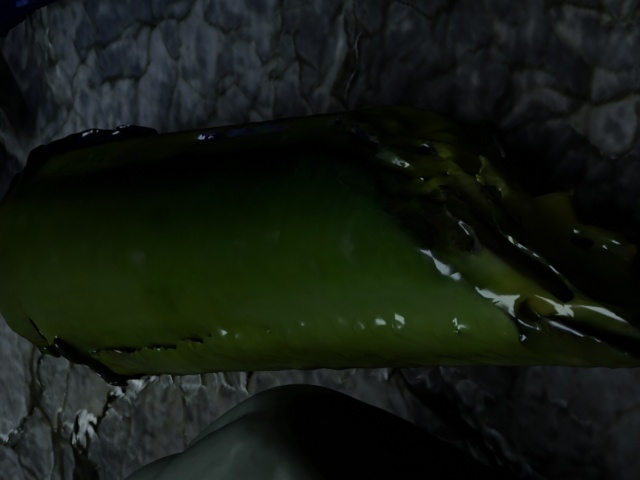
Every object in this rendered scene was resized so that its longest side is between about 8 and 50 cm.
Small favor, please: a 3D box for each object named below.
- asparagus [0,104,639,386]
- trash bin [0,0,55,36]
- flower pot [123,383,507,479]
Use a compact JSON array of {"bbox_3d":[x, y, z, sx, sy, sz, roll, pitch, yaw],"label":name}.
[{"bbox_3d":[0.000,0.000,0.846,0.382,0.128,0.108,-4,143,47],"label":"asparagus"},{"bbox_3d":[-0.157,-0.177,0.937,0.234,0.184,0.162,-17,89,60],"label":"trash bin"},{"bbox_3d":[0.004,0.186,0.800,0.246,0.246,0.195,40,104,33],"label":"flower pot"}]
